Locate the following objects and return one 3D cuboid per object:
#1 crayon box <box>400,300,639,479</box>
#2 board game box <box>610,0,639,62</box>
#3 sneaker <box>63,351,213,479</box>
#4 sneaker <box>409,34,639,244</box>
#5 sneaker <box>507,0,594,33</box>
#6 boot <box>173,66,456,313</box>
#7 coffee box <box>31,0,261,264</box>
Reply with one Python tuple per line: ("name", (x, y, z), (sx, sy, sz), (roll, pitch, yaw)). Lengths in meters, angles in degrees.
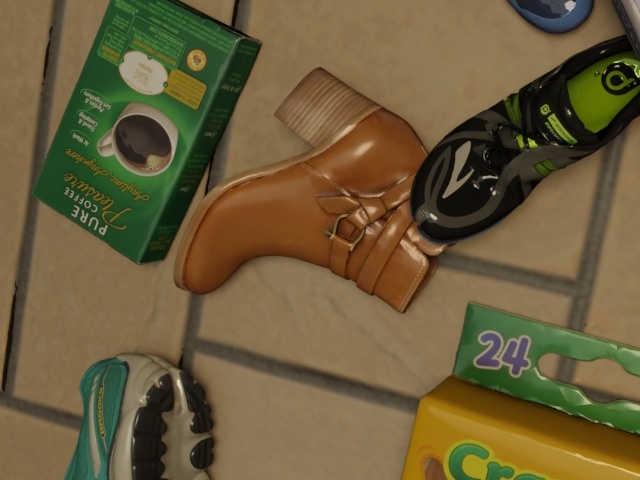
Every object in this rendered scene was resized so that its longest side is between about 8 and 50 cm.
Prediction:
("crayon box", (0.143, 0.223, 0.661), (0.203, 0.083, 0.323), (15, 99, 20))
("board game box", (0.318, -0.152, 0.525), (0.318, 0.066, 0.319), (-23, 78, 12))
("sneaker", (-0.144, 0.220, 0.782), (0.110, 0.107, 0.275), (7, 92, 40))
("sneaker", (0.131, -0.068, 0.629), (0.188, 0.078, 0.067), (-35, 81, 8))
("sneaker", (0.121, -0.194, 0.648), (0.053, 0.059, 0.144), (-30, 84, 19))
("boot", (0.000, 0.000, 0.707), (0.152, 0.073, 0.197), (42, 110, 9))
("coffee box", (-0.131, -0.088, 0.767), (0.113, 0.040, 0.184), (29, 104, 18))
